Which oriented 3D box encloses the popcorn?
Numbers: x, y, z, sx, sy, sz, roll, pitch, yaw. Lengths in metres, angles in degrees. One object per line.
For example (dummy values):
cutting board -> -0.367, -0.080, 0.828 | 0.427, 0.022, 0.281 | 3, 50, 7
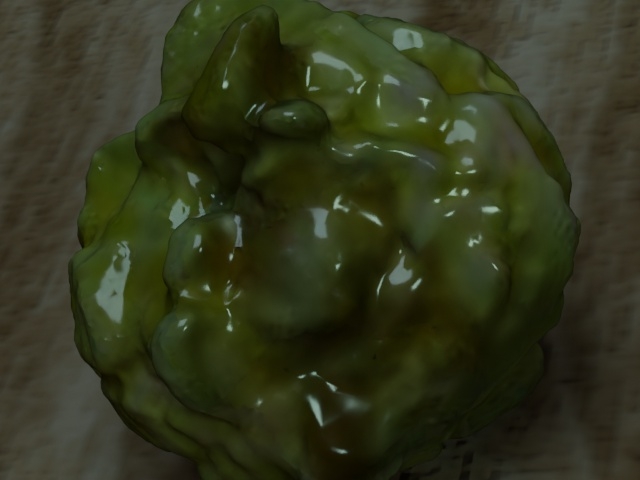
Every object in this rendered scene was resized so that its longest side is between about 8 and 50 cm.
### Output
popcorn -> -0.001, -0.001, 0.723 | 0.187, 0.185, 0.167 | -15, 50, -44
